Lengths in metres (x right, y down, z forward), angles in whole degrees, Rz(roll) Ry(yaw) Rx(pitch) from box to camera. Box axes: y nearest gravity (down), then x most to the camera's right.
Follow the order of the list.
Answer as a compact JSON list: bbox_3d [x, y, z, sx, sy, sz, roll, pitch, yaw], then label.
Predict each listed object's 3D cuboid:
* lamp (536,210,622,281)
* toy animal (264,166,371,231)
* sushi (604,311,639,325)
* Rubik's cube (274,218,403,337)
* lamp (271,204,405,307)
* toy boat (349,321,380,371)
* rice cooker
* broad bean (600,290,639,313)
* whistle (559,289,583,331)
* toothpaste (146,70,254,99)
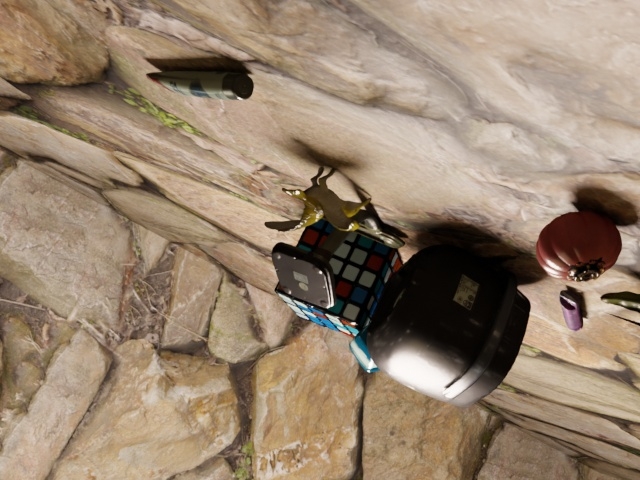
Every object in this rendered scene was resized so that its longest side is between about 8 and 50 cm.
[{"bbox_3d":[0.329,0.007,1.266,0.107,0.092,0.107,-7,146,-4],"label":"lamp"},{"bbox_3d":[0.018,-0.070,1.612,0.219,0.155,0.095,7,121,55],"label":"toy animal"},{"bbox_3d":[0.551,0.177,1.472,0.219,0.047,0.231,23,-175,41],"label":"sushi"},{"bbox_3d":[0.043,0.075,1.953,0.184,0.187,0.182,19,166,18],"label":"Rubik's cube"},{"bbox_3d":[0.001,-0.007,1.734,0.203,0.283,0.124,17,123,27],"label":"lamp"},{"bbox_3d":[0.193,0.153,1.888,0.096,0.299,0.062,51,150,26],"label":"toy boat"},{"bbox_3d":[0.216,0.142,1.714,0.224,0.267,0.267,31,168,-7],"label":"rice cooker"},{"bbox_3d":[0.561,0.127,1.387,0.339,0.061,0.077,22,180,18],"label":"broad bean"},{"bbox_3d":[0.433,0.122,1.713,0.033,0.033,0.176,20,167,23],"label":"whistle"},{"bbox_3d":[-0.175,-0.227,1.442,0.062,0.039,0.239,26,173,-38],"label":"toothpaste"}]
